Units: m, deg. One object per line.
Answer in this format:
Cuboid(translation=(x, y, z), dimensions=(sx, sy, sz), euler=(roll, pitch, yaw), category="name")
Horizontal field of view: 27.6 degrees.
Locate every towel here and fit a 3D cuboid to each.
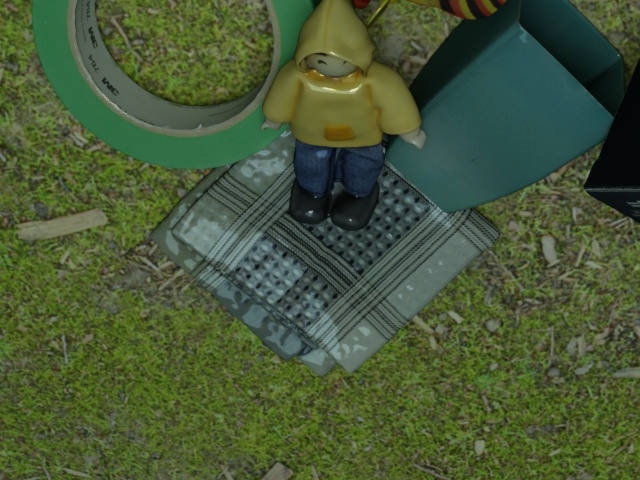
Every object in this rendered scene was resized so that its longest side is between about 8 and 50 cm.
Cuboid(translation=(0.000, 0.000, 1.595), dimensions=(0.312, 0.056, 0.324), euler=(40, 115, -17), category="towel")

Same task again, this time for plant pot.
Cuboid(translation=(0.192, -0.152, 1.442), dimensions=(0.165, 0.166, 0.234), euler=(41, 124, -17), category="plant pot")

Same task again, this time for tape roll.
Cuboid(translation=(-0.154, -0.238, 1.437), dimensions=(0.321, 0.077, 0.321), euler=(4, 119, 8), category="tape roll")

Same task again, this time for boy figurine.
Cuboid(translation=(0.025, -0.132, 1.358), dimensions=(0.177, 0.092, 0.285), euler=(11, 144, 6), category="boy figurine")

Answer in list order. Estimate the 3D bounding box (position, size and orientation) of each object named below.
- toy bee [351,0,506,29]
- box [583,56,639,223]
Cuboid(translation=(0.087, -0.306, 1.380), dimensions=(0.195, 0.298, 0.162), euler=(-30, 149, -17), category="toy bee")
Cuboid(translation=(0.520, -0.097, 1.311), dimensions=(0.395, 0.212, 0.293), euler=(27, 82, -21), category="box")
